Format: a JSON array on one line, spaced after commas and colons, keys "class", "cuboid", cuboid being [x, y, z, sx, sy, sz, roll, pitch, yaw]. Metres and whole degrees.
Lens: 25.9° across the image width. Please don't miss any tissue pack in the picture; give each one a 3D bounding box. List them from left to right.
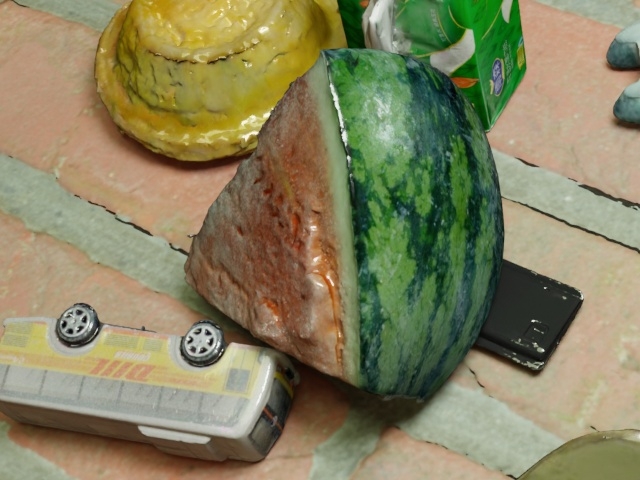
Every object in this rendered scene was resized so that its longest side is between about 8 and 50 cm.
[{"class": "tissue pack", "cuboid": [0.092, -0.198, 1.317, 0.148, 0.209, 0.156, 22, 63, 26]}]

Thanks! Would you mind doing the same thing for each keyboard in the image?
[{"class": "keyboard", "cuboid": [0.116, 0.041, 1.254, 0.230, 0.025, 0.093, 24, 63, 27]}]

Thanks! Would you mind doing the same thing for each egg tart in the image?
[{"class": "egg tart", "cuboid": [-0.099, -0.205, 1.432, 0.288, 0.118, 0.288, -4, 53, 5]}]

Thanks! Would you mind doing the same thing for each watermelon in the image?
[{"class": "watermelon", "cuboid": [0.043, 0.002, 1.219, 0.250, 0.292, 0.283, 7, 79, -27]}]

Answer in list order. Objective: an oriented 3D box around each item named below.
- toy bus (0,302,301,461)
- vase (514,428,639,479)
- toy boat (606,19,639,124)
[{"class": "toy bus", "cuboid": [-0.158, 0.126, 1.223, 0.268, 0.092, 0.106, 7, 66, 18]}, {"class": "vase", "cuboid": [0.155, 0.301, 0.935, 0.329, 0.241, 0.302, -20, 62, 46]}, {"class": "toy boat", "cuboid": [0.378, -0.165, 1.322, 0.208, 0.079, 0.134, -14, 45, 17]}]
